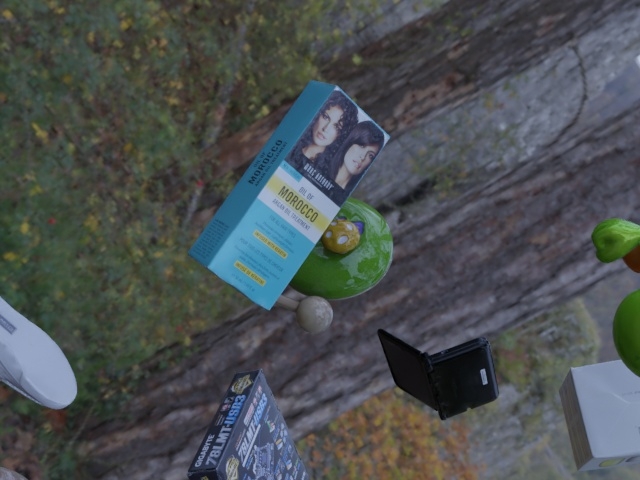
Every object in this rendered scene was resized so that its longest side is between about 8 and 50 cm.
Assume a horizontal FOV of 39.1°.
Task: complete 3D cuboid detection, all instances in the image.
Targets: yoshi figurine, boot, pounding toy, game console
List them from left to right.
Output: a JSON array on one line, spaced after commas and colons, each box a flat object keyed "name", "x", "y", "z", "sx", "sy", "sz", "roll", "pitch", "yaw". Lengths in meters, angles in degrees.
[{"name": "boot", "x": -0.483, "y": 0.167, "z": 1.329, "sx": 0.258, "sy": 0.123, "sz": 0.095, "roll": 49, "pitch": 27, "yaw": -8}, {"name": "pounding toy", "x": 0.000, "y": 0.000, "z": 1.306, "sx": 0.182, "sy": 0.237, "sz": 0.110, "roll": 30, "pitch": -30, "yaw": 23}, {"name": "game console", "x": 0.133, "y": 0.138, "z": 1.005, "sx": 0.122, "sy": 0.107, "sz": 0.071, "roll": 69, "pitch": 1, "yaw": -47}, {"name": "yoshi figurine", "x": 0.414, "y": 0.072, "z": 1.068, "sx": 0.362, "sy": 0.203, "sz": 0.203, "roll": -13, "pitch": 113, "yaw": -75}]

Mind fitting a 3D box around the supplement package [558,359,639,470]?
[{"name": "supplement package", "x": 0.512, "y": 0.284, "z": 1.486, "sx": 0.203, "sy": 0.194, "sz": 0.149, "roll": 66, "pitch": 15, "yaw": -68}]

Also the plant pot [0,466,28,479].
[{"name": "plant pot", "x": -0.413, "y": 0.391, "z": 1.041, "sx": 0.263, "sy": 0.263, "sz": 0.229, "roll": 38, "pitch": 33, "yaw": -42}]

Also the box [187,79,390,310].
[{"name": "box", "x": -0.033, "y": -0.051, "z": 1.013, "sx": 0.100, "sy": 0.244, "sz": 0.060, "roll": 38, "pitch": -7, "yaw": -33}]

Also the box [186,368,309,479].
[{"name": "box", "x": -0.127, "y": 0.453, "z": 1.741, "sx": 0.296, "sy": 0.073, "sz": 0.293, "roll": -68, "pitch": 140, "yaw": -58}]
